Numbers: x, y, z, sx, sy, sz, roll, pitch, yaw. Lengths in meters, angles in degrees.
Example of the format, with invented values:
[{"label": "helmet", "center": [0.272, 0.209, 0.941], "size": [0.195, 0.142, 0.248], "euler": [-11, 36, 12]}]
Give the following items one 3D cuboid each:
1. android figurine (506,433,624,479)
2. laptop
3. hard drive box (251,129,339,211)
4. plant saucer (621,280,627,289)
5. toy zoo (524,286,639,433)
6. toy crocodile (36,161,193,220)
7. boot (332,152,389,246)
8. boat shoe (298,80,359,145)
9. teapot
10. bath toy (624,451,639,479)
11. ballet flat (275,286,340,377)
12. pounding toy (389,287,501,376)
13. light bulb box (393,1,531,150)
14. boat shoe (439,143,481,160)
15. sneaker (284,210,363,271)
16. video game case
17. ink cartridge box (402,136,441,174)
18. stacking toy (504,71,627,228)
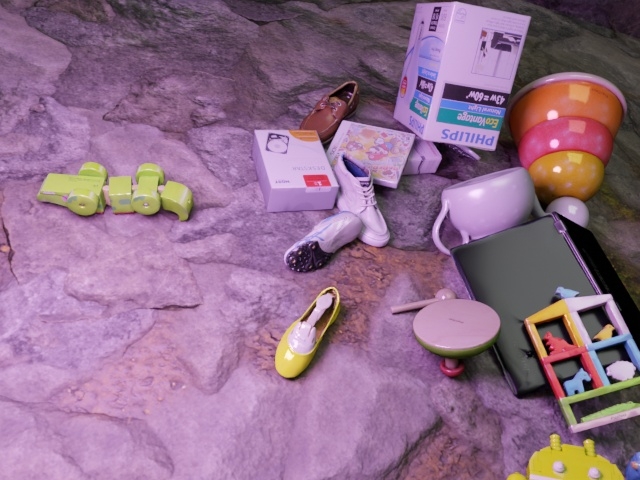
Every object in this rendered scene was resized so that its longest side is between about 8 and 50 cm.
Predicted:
[{"label": "android figurine", "center": [0.464, 0.484, 1.000], "size": [0.248, 0.056, 0.273], "euler": [6, 46, 15]}, {"label": "laptop", "center": [0.583, 0.154, 1.357], "size": [0.407, 0.236, 0.382], "euler": [13, 50, -45]}, {"label": "hard drive box", "center": [-0.072, -0.189, 1.474], "size": [0.181, 0.089, 0.232], "euler": [-4, 50, -19]}, {"label": "plant saucer", "center": [0.782, 0.125, 1.489], "size": [0.083, 0.013, 0.084], "euler": [9, 46, -10]}, {"label": "toy zoo", "center": [0.566, 0.237, 1.179], "size": [0.192, 0.030, 0.293], "euler": [-18, 64, 5]}, {"label": "toy crocodile", "center": [-0.468, -0.105, 1.280], "size": [0.340, 0.105, 0.115], "euler": [1, 48, -10]}, {"label": "boot", "center": [0.103, -0.110, 1.427], "size": [0.095, 0.123, 0.258], "euler": [-18, 56, -30]}, {"label": "boat shoe", "center": [0.025, -0.394, 1.680], "size": [0.110, 0.105, 0.307], "euler": [27, 46, 9]}, {"label": "teapot", "center": [0.446, -0.073, 1.457], "size": [0.252, 0.255, 0.187], "euler": [-26, 101, -58]}, {"label": "bath toy", "center": [0.635, 0.547, 0.953], "size": [0.128, 0.151, 0.348], "euler": [3, 47, 10]}, {"label": "ballet flat", "center": [-0.022, 0.180, 1.153], "size": [0.077, 0.077, 0.231], "euler": [29, 47, 10]}, {"label": "pounding toy", "center": [0.285, 0.212, 1.219], "size": [0.182, 0.110, 0.237], "euler": [-19, 26, -17]}, {"label": "light bulb box", "center": [0.392, -0.488, 1.625], "size": [0.225, 0.361, 0.358], "euler": [6, 21, -10]}, {"label": "boat shoe", "center": [0.440, -0.287, 1.750], "size": [0.142, 0.040, 0.049], "euler": [39, 20, 20]}, {"label": "sneaker", "center": [0.000, 0.000, 1.336], "size": [0.237, 0.085, 0.086], "euler": [-31, 36, -33]}, {"label": "video game case", "center": [0.137, -0.251, 1.580], "size": [0.226, 0.026, 0.206], "euler": [15, 55, 15]}, {"label": "ink cartridge box", "center": [0.268, -0.253, 1.651], "size": [0.150, 0.063, 0.109], "euler": [-6, 50, -20]}, {"label": "stacking toy", "center": [0.718, -0.220, 1.643], "size": [0.350, 0.351, 0.480], "euler": [15, 63, -2]}]
